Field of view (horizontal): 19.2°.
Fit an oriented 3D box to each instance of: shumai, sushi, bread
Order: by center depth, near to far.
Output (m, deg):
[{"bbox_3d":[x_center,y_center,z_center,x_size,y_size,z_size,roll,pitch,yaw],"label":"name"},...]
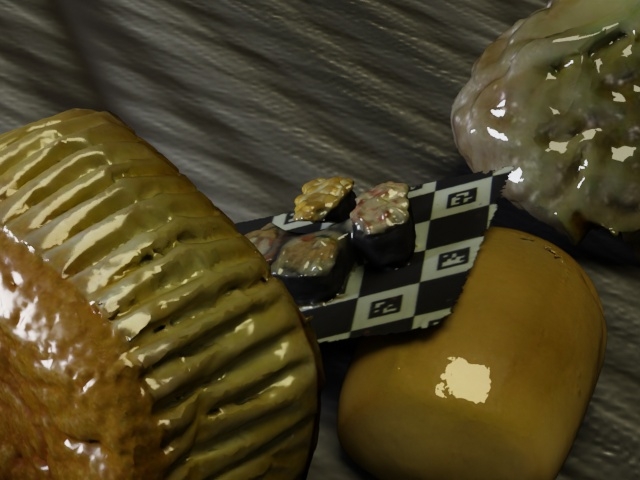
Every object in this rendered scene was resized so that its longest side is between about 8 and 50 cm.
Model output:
[{"bbox_3d":[-0.128,0.061,0.988,0.253,0.227,0.142,38,46,25],"label":"bread"},{"bbox_3d":[0.098,0.066,1.154,0.147,0.098,0.217,12,33,10],"label":"bread"},{"bbox_3d":[0.000,0.000,1.187,0.210,0.040,0.193,-10,27,24],"label":"sushi"},{"bbox_3d":[0.277,-0.150,1.347,0.346,0.283,0.217,3,33,-13],"label":"shumai"}]
